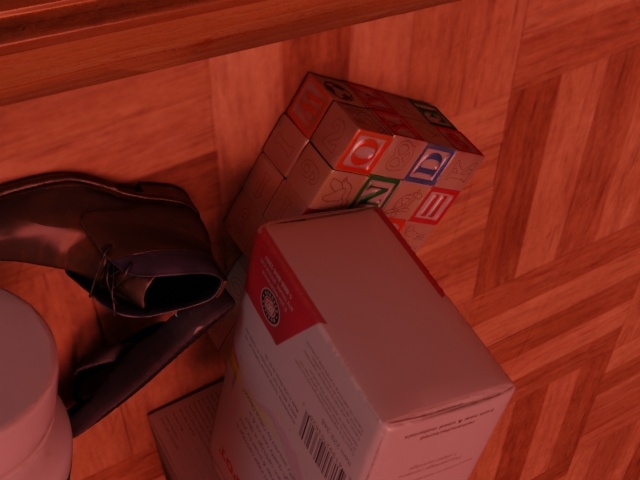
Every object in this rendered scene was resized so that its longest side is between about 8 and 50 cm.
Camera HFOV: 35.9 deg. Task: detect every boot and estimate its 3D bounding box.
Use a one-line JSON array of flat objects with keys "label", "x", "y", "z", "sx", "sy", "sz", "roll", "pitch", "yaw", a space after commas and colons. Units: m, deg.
[{"label": "boot", "x": -0.178, "y": 0.007, "z": 0.789, "sx": 0.219, "sy": 0.106, "sz": 0.082, "roll": -6, "pitch": 133, "yaw": -37}]

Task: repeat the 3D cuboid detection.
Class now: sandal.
[{"label": "sandal", "x": -0.172, "y": 0.105, "z": 0.919, "sx": 0.254, "sy": 0.054, "sz": 0.097, "roll": -41, "pitch": 178, "yaw": 31}]

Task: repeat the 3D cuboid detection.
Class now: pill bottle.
[{"label": "pill bottle", "x": -0.314, "y": 0.217, "z": 0.821, "sx": 0.204, "sy": 0.204, "sz": 0.361, "roll": -12, "pitch": 138, "yaw": -31}]

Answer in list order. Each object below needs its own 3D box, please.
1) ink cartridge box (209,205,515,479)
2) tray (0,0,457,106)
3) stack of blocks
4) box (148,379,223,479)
[{"label": "ink cartridge box", "x": 0.017, "y": 0.158, "z": 0.868, "sx": 0.131, "sy": 0.226, "sz": 0.306, "roll": -13, "pitch": 138, "yaw": -27}, {"label": "tray", "x": -0.032, "y": -0.224, "z": 0.574, "sx": 0.411, "sy": 0.202, "sz": 0.076, "roll": -18, "pitch": 170, "yaw": -24}, {"label": "stack of blocks", "x": 0.000, "y": 0.000, "z": 0.947, "sx": 0.171, "sy": 0.087, "sz": 0.297, "roll": 6, "pitch": 126, "yaw": -43}, {"label": "box", "x": -0.093, "y": 0.281, "z": 1.096, "sx": 0.119, "sy": 0.182, "sz": 0.181, "roll": -24, "pitch": 141, "yaw": -18}]
